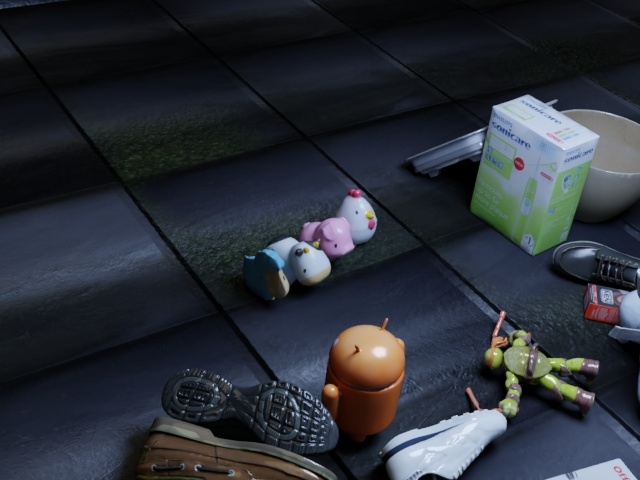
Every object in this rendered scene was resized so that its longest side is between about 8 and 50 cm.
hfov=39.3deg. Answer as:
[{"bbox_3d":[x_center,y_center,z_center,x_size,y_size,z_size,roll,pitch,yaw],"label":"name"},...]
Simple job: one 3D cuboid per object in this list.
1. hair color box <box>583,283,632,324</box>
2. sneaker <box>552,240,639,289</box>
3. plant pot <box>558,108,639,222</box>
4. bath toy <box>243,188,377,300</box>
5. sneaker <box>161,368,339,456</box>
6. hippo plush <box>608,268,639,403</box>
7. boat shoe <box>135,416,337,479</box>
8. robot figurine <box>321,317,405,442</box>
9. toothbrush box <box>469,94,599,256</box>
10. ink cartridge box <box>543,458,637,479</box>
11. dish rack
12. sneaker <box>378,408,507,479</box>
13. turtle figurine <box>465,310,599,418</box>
[{"bbox_3d":[0.612,0.137,1.826,0.141,0.043,0.072,12,36,5],"label":"hair color box"},{"bbox_3d":[0.602,0.053,1.865,0.222,0.083,0.118,11,5,4],"label":"sneaker"},{"bbox_3d":[0.638,-0.155,2.096,0.284,0.191,0.284,5,37,-4],"label":"plant pot"},{"bbox_3d":[0.000,0.000,1.838,0.151,0.129,0.348,30,42,28],"label":"bath toy"},{"bbox_3d":[-0.107,0.282,1.438,0.286,0.130,0.109,15,64,13],"label":"sneaker"},{"bbox_3d":[0.633,0.194,1.668,0.294,0.234,0.236,21,6,-5],"label":"hippo plush"},{"bbox_3d":[-0.131,0.364,1.364,0.307,0.111,0.104,10,57,15],"label":"boat shoe"},{"bbox_3d":[0.071,0.228,1.467,0.158,0.219,0.128,0,38,-9],"label":"robot figurine"},{"bbox_3d":[0.463,-0.144,1.975,0.122,0.283,0.206,-21,45,-32],"label":"toothbrush box"},{"bbox_3d":[0.408,0.432,1.363,0.203,0.086,0.148,-10,40,-21],"label":"ink cartridge box"},{"bbox_3d":[0.396,-0.238,2.170,0.333,0.072,0.285,-22,3,-34],"label":"dish rack"},{"bbox_3d":[0.212,0.348,1.460,0.235,0.090,0.095,-15,55,-22],"label":"sneaker"},{"bbox_3d":[0.392,0.225,1.634,0.217,0.087,0.269,15,37,10],"label":"turtle figurine"}]
